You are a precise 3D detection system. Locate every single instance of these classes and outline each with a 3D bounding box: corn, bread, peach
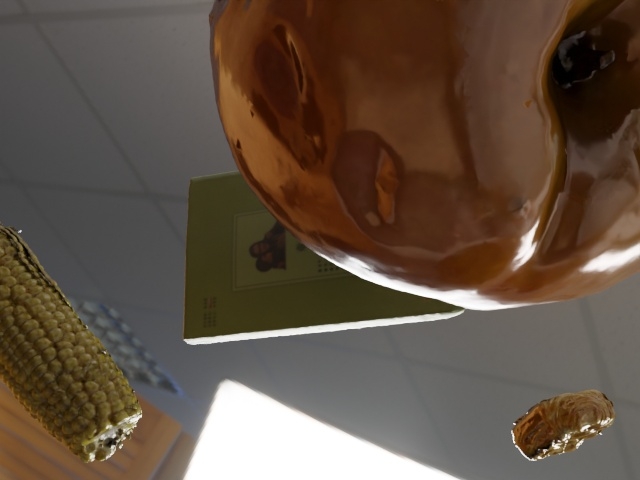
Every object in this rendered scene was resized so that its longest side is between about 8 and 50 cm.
[{"bbox_3d":[-0.311,0.099,0.957,0.318,0.115,0.115,46,-27,20],"label":"corn"},{"bbox_3d":[0.242,0.182,0.894,0.083,0.044,0.110,-4,-29,-22],"label":"bread"},{"bbox_3d":[0.100,-0.123,0.585,0.343,0.343,0.302,47,-11,-24],"label":"peach"}]

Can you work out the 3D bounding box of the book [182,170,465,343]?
[{"bbox_3d":[0.000,0.000,1.130,0.352,0.239,0.035,-8,-26,12],"label":"book"}]
